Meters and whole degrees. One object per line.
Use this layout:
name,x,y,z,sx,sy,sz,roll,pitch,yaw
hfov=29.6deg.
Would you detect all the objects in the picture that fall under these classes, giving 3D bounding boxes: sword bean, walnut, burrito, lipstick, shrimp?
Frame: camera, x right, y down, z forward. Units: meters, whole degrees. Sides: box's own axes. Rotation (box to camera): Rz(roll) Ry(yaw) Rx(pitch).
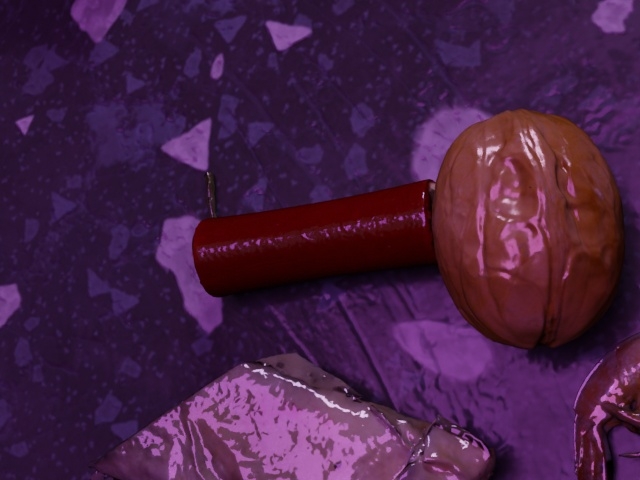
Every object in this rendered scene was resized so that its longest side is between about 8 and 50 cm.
sword bean,-0.107,-0.028,1.206,0.012,0.012,0.083,-15,73,19
walnut,0.173,-0.012,1.012,0.159,0.159,0.206,-13,74,19
burrito,-0.023,0.191,1.072,0.348,0.107,0.175,16,69,23
lipstick,0.000,0.000,1.119,0.241,0.080,0.080,-10,74,20
shrimp,0.275,0.194,0.981,0.143,0.052,0.251,-6,67,32
